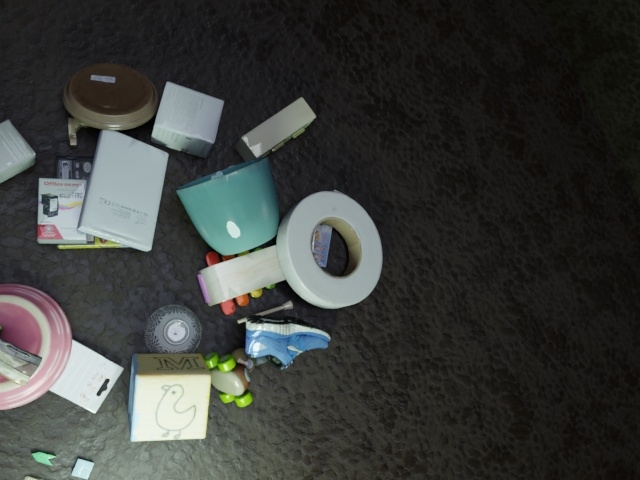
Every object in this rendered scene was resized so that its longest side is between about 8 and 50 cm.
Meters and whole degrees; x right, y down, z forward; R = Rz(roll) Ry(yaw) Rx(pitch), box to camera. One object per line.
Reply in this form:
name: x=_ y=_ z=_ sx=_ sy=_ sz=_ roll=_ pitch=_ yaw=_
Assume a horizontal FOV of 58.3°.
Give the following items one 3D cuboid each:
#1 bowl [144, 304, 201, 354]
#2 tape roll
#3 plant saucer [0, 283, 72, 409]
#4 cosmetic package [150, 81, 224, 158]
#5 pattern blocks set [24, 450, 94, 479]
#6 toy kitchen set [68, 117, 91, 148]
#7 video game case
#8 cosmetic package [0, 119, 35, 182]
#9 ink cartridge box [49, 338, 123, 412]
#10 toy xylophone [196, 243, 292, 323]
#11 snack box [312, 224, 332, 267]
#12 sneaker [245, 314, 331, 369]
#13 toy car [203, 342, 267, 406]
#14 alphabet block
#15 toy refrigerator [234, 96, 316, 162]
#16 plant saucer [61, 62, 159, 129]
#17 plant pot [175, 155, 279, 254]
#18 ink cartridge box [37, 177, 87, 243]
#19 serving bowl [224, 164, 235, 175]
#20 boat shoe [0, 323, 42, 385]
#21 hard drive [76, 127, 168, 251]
bowl: x=-0.430 y=0.272 z=1.695 sx=0.170 sy=0.080 sz=0.170 roll=4 pitch=79 yaw=-22
tape roll: x=0.036 y=0.028 z=1.891 sx=0.391 sy=0.072 sz=0.392 roll=11 pitch=70 yaw=-32
plant saucer: x=-0.835 y=0.273 z=1.505 sx=0.331 sy=0.084 sz=0.333 roll=4 pitch=74 yaw=-13
cosmetic package: x=-0.416 y=-0.371 z=1.788 sx=0.183 sy=0.151 sz=0.152 roll=16 pitch=74 yaw=-17
pattern blocks set: x=-0.741 y=0.729 z=1.509 sx=0.285 sy=0.026 sz=0.325 roll=13 pitch=75 yaw=-19
toy kitchen set: x=-0.710 y=-0.325 z=1.706 sx=0.075 sy=0.068 sz=0.083 roll=-4 pitch=81 yaw=-22
video game case: x=-0.652 y=-0.114 z=1.707 sx=0.248 sy=0.035 sz=0.275 roll=-1 pitch=79 yaw=-22
cosmetic package: x=-0.929 y=-0.214 z=1.578 sx=0.238 sy=0.107 sz=0.127 roll=-40 pitch=98 yaw=-27
ink cartridge box: x=-0.670 y=0.375 z=1.603 sx=0.179 sy=0.045 sz=0.146 roll=35 pitch=69 yaw=-17
toy xylophone: x=-0.216 y=0.131 z=1.806 sx=0.322 sy=0.081 sz=0.237 roll=-9 pitch=83 yaw=-23
snack box: x=0.000 y=0.000 z=1.952 sx=0.064 sy=0.022 sz=0.178 roll=15 pitch=74 yaw=-20
sneaker: x=-0.107 y=0.317 z=1.774 sx=0.329 sy=0.129 sz=0.147 roll=12 pitch=93 yaw=-42
toy car: x=-0.233 y=0.375 z=1.730 sx=0.188 sy=0.148 sz=0.155 roll=-38 pitch=114 yaw=-40
alphabet block: x=-0.421 y=0.427 z=1.585 sx=0.197 sy=0.193 sz=0.193 roll=4 pitch=97 yaw=-21
toy refrigerator: x=-0.148 y=-0.361 z=1.921 sx=0.269 sy=0.102 sz=0.094 roll=-40 pitch=96 yaw=-24
plant saucer: x=-0.626 y=-0.440 z=1.718 sx=0.277 sy=0.041 sz=0.278 roll=8 pitch=53 yaw=-11
plant pot: x=-0.257 y=-0.095 z=1.736 sx=0.292 sy=0.293 sz=0.235 roll=-25 pitch=104 yaw=-24
ink cartridge box: x=-0.724 y=-0.083 z=1.611 sx=0.127 sy=0.072 sz=0.175 roll=0 pitch=79 yaw=-22
serving bowl: x=-0.277 y=-0.209 z=1.879 sx=0.083 sy=0.027 sz=0.084 roll=4 pitch=79 yaw=-20
boat shoe: x=-0.825 y=0.246 z=1.421 sx=0.285 sy=0.103 sz=0.092 roll=38 pitch=64 yaw=-6
hard drive: x=-0.569 y=-0.148 z=1.673 sx=0.210 sy=0.040 sz=0.319 roll=21 pitch=62 yaw=-37
